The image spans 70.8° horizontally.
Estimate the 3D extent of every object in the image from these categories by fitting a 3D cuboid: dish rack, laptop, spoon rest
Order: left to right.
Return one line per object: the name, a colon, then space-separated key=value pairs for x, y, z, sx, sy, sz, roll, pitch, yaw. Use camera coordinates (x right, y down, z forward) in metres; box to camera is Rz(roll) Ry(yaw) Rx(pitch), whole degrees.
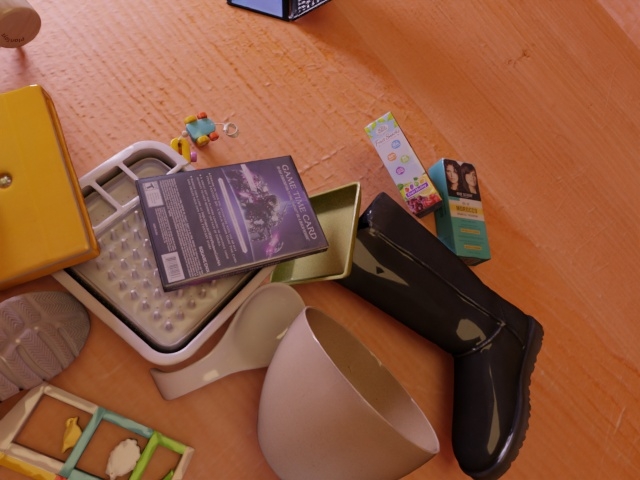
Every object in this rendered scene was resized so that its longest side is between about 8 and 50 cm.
dish rack: x=-0.264 y=0.014 z=0.738 sx=0.332 sy=0.072 sz=0.285 roll=39 pitch=59 yaw=6
spoon rest: x=-0.134 y=0.171 z=0.743 sx=0.276 sy=0.084 sz=0.137 roll=-28 pitch=101 yaw=-28
laptop: x=-0.077 y=-0.665 z=1.070 sx=0.136 sy=0.264 sz=0.235 roll=27 pitch=55 yaw=-54

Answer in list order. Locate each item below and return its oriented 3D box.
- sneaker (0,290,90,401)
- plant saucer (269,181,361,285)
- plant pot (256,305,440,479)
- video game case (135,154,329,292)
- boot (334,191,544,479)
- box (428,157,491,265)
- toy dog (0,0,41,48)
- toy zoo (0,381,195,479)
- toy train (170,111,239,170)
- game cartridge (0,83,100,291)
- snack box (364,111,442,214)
sneaker: x=-0.467 y=0.177 z=0.581 sx=0.125 sy=0.180 sz=0.321 roll=64 pitch=25 yaw=-12
plant saucer: x=0.000 y=0.000 z=0.836 sx=0.045 sy=0.188 sz=0.188 roll=33 pitch=57 yaw=-40
plant pot: x=0.012 y=0.269 z=0.697 sx=0.284 sy=0.284 sz=0.191 roll=45 pitch=94 yaw=-2
video game case: x=-0.144 y=-0.040 z=0.750 sx=0.274 sy=0.026 sz=0.196 roll=-13 pitch=68 yaw=-24
boot: x=0.197 y=0.165 z=0.858 sx=0.445 sy=0.146 sz=0.367 roll=40 pitch=52 yaw=-8
box: x=0.325 y=-0.067 z=1.057 sx=0.100 sy=0.060 sz=0.245 roll=6 pitch=68 yaw=-22
toy dog: x=-0.613 y=-0.311 z=0.716 sx=0.333 sy=0.161 sz=0.220 roll=-22 pitch=83 yaw=-14
toy zoo: x=-0.352 y=0.327 z=0.624 sx=0.293 sy=0.030 sz=0.193 roll=29 pitch=62 yaw=-11
toy train: x=-0.226 y=-0.162 z=0.864 sx=0.125 sy=0.046 sz=0.167 roll=24 pitch=66 yaw=-15
game cartridge: x=-0.516 y=-0.050 z=0.638 sx=0.323 sy=0.053 sz=0.286 roll=-21 pitch=77 yaw=-9
snack box: x=0.184 y=-0.153 z=0.969 sx=0.070 sy=0.174 sz=0.207 roll=-29 pitch=82 yaw=14
